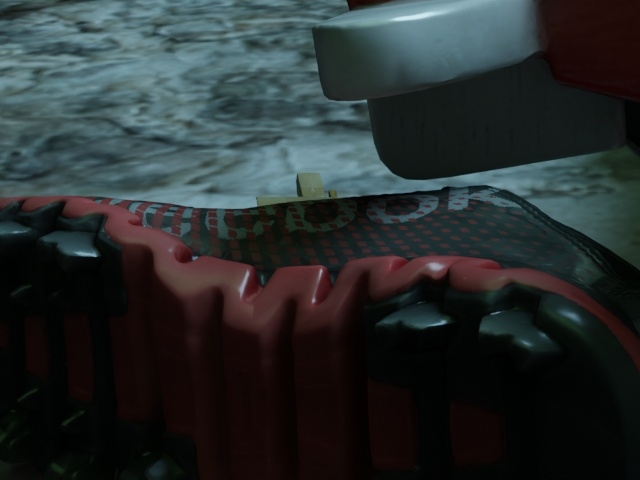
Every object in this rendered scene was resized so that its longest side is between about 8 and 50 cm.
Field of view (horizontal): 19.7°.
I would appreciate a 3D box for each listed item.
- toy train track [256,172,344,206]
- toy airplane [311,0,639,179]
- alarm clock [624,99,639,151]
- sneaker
[{"bbox_3d":[0.000,0.000,0.729,0.048,0.014,0.083,1,32,-9],"label":"toy train track"},{"bbox_3d":[0.183,-0.119,0.579,0.384,0.272,0.386,1,18,-33],"label":"toy airplane"},{"bbox_3d":[0.215,-0.078,0.811,0.192,0.064,0.129,-8,28,-18],"label":"alarm clock"},{"bbox_3d":[-0.003,0.032,0.580,0.276,0.097,0.135,7,16,33],"label":"sneaker"}]
